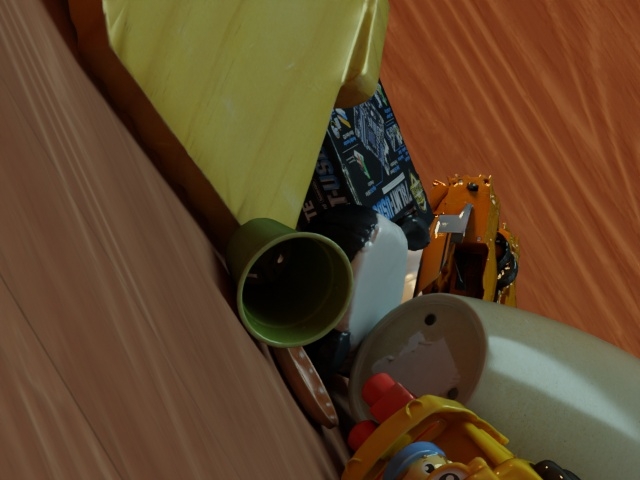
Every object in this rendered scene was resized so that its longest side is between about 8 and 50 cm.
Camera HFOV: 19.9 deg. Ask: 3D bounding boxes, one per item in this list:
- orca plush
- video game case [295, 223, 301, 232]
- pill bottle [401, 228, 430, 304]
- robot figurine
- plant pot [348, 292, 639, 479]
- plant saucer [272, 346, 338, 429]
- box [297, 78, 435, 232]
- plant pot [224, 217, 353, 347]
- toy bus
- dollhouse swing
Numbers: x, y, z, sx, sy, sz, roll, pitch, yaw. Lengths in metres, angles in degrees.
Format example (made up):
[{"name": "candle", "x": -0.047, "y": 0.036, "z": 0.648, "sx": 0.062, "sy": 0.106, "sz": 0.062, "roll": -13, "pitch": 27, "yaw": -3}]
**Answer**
[{"name": "orca plush", "x": 0.015, "y": 0.034, "z": 1.469, "sx": 0.102, "sy": 0.151, "sz": 0.287, "roll": 29, "pitch": -3, "yaw": 19}, {"name": "video game case", "x": -0.041, "y": -0.062, "z": 1.761, "sx": 0.212, "sy": 0.023, "sz": 0.193, "roll": 40, "pitch": 20, "yaw": -59}, {"name": "pill bottle", "x": 0.092, "y": 0.021, "z": 2.180, "sx": 0.124, "sy": 0.124, "sz": 0.221, "roll": 56, "pitch": 7, "yaw": -44}, {"name": "robot figurine", "x": 0.135, "y": 0.095, "z": 1.786, "sx": 0.211, "sy": 0.085, "sz": 0.291, "roll": 57, "pitch": 42, "yaw": -57}, {"name": "plant pot", "x": 0.150, "y": 0.160, "z": 1.459, "sx": 0.274, "sy": 0.256, "sz": 0.256, "roll": 39, "pitch": 19, "yaw": -43}, {"name": "plant saucer", "x": -0.013, "y": 0.097, "z": 1.292, "sx": 0.083, "sy": 0.013, "sz": 0.083, "roll": 59, "pitch": 6, "yaw": -10}, {"name": "box", "x": 0.009, "y": -0.118, "z": 1.763, "sx": 0.295, "sy": 0.073, "sz": 0.293, "roll": -39, "pitch": 108, "yaw": -73}, {"name": "plant pot", "x": -0.030, "y": 0.021, "z": 1.252, "sx": 0.083, "sy": 0.083, "sz": 0.079, "roll": 58, "pitch": -7, "yaw": -28}, {"name": "toy bus", "x": 0.087, "y": 0.173, "z": 1.224, "sx": 0.211, "sy": 0.149, "sz": 0.220, "roll": 48, "pitch": 2, "yaw": 22}, {"name": "dollhouse swing", "x": -0.145, "y": -0.194, "z": 1.377, "sx": 0.315, "sy": 0.305, "sz": 0.347, "roll": 11, "pitch": -31, "yaw": 37}]
